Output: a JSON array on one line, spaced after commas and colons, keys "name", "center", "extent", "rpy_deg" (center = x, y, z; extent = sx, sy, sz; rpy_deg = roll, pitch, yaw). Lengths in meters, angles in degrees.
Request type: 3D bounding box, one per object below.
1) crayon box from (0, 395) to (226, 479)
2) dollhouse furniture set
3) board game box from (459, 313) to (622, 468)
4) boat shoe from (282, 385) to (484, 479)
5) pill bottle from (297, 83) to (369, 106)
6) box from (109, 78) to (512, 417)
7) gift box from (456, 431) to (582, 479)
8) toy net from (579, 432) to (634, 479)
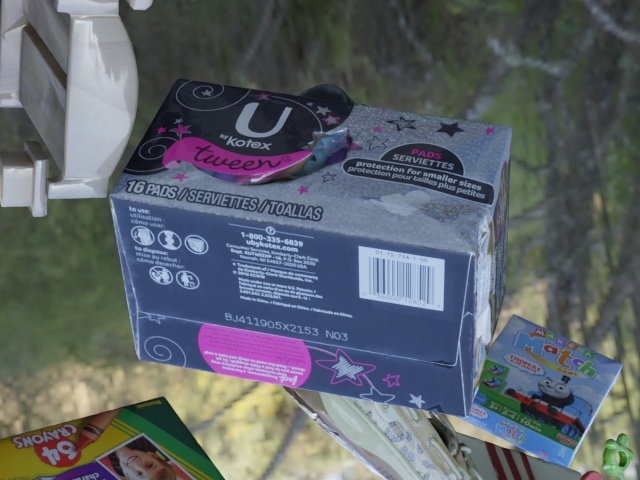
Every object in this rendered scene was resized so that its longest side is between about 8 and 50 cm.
[{"name": "crayon box", "center": [-0.254, 0.350, 1.758], "extent": [0.363, 0.313, 0.106], "rpy_deg": [-12, 137, -39]}, {"name": "dollhouse furniture set", "center": [-0.102, -0.138, 1.054], "extent": [0.173, 0.356, 0.303], "rpy_deg": [-2, -155, -21]}, {"name": "board game box", "center": [0.277, 0.188, 1.998], "extent": [0.160, 0.039, 0.211], "rpy_deg": [25, -146, 14]}, {"name": "boat shoe", "center": [0.082, 0.176, 1.405], "extent": [0.104, 0.089, 0.285], "rpy_deg": [30, 168, 49]}, {"name": "pill bottle", "center": [0.048, -0.078, 1.794], "extent": [0.122, 0.123, 0.219], "rpy_deg": [-13, 142, 30]}, {"name": "box", "center": [0.000, 0.000, 1.095], "extent": [0.247, 0.163, 0.142], "rpy_deg": [8, -137, 13]}, {"name": "gift box", "center": [0.179, 0.371, 1.731], "extent": [0.255, 0.276, 0.258], "rpy_deg": [15, -148, -19]}, {"name": "toy net", "center": [0.274, 0.300, 1.481], "extent": [0.045, 0.122, 0.232], "rpy_deg": [-12, -141, 57]}]
